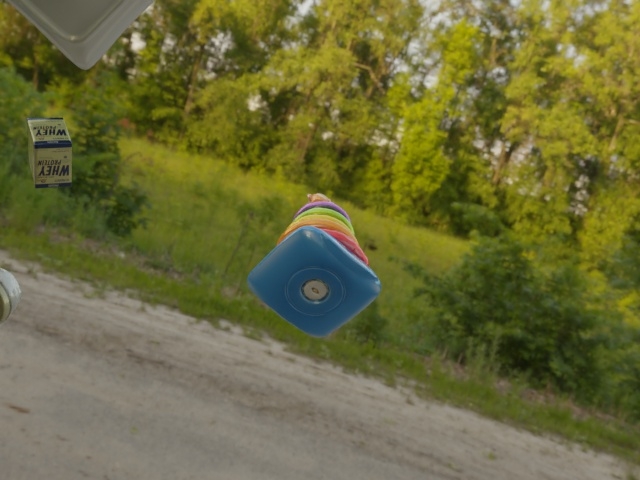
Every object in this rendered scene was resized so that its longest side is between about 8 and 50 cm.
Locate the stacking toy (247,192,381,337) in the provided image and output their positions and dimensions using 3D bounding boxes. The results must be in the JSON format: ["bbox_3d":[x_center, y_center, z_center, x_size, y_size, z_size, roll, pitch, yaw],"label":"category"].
[{"bbox_3d":[0.000,0.000,1.227,0.175,0.166,0.302,40,25,-19],"label":"stacking toy"}]

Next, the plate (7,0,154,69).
[{"bbox_3d":[-0.401,-0.443,1.139,0.278,0.277,0.045,43,26,-25],"label":"plate"}]

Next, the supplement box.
[{"bbox_3d":[-0.432,-0.140,1.151,0.056,0.083,0.083,-6,41,-27],"label":"supplement box"}]

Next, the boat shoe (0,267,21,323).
[{"bbox_3d":[-0.534,0.082,1.070,0.302,0.113,0.103,-10,12,32],"label":"boat shoe"}]
